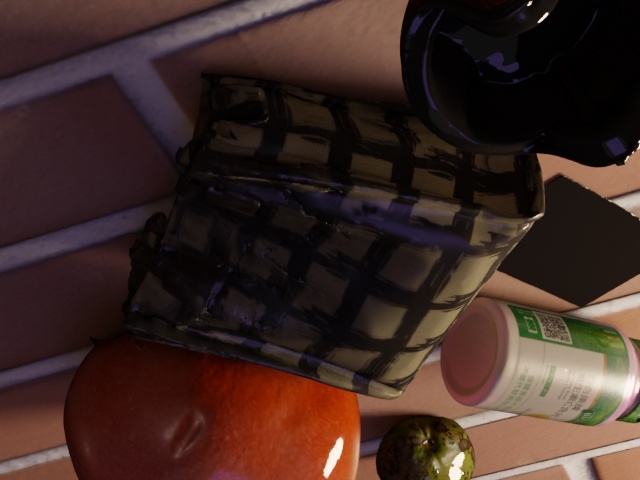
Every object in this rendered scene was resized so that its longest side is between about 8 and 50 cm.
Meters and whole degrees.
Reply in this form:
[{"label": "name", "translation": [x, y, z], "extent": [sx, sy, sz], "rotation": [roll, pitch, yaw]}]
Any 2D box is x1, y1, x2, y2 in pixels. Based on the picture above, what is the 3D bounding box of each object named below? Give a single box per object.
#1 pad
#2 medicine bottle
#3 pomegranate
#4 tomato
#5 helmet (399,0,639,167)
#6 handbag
[{"label": "pad", "translation": [0.285, 0.007, 1.368], "extent": [0.243, 0.004, 0.163], "rotation": [23, 135, -38]}, {"label": "medicine bottle", "translation": [0.291, 0.154, 1.472], "extent": [0.274, 0.133, 0.133], "rotation": [12, 141, -28]}, {"label": "pomegranate", "translation": [0.141, 0.301, 1.692], "extent": [0.138, 0.163, 0.125], "rotation": [-17, 108, -12]}, {"label": "tomato", "translation": [-0.121, 0.233, 1.365], "extent": [0.341, 0.273, 0.341], "rotation": [-5, 158, -2]}, {"label": "helmet", "translation": [0.165, -0.160, 0.927], "extent": [0.216, 0.193, 0.189], "rotation": [-32, 126, 20]}, {"label": "handbag", "translation": [0.000, 0.000, 1.172], "extent": [0.327, 0.162, 0.325], "rotation": [13, 138, -15]}]
